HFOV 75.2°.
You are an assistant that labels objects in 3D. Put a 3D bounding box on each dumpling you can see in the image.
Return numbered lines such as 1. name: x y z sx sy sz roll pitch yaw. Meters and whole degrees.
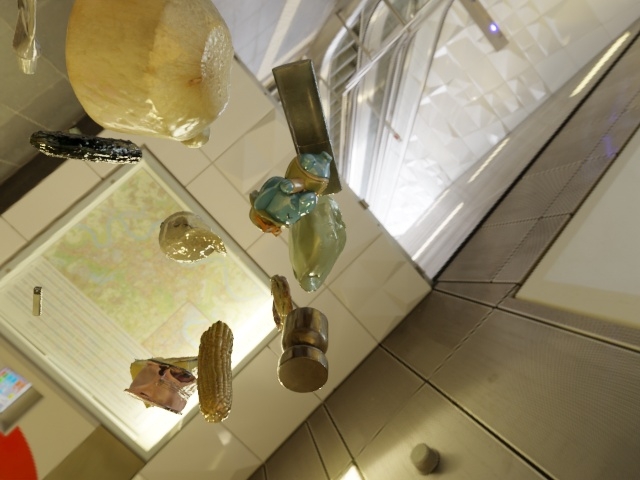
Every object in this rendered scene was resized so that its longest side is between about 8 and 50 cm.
1. dumpling: -0.414 0.008 1.369 0.175 0.226 0.243 -53 -144 4
2. dumpling: -0.026 -0.008 1.572 0.270 0.211 0.321 -47 162 -56

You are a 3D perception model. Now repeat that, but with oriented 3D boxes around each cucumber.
1. cucumber: -0.628 -0.251 1.139 0.072 0.081 0.303 -65 162 17

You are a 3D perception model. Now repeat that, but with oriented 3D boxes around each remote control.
1. remote control: -0.028 -0.291 1.139 0.107 0.378 0.044 -6 -142 15

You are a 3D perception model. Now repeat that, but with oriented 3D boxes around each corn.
1. corn: -0.270 0.336 1.083 0.101 0.101 0.292 -40 -145 14

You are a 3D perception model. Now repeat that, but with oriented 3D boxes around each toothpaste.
1. toothpaste: -0.770 -0.566 1.091 0.282 0.099 0.069 -49 -173 41

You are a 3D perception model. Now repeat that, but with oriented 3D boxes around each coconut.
1. coconut: -0.436 -0.458 1.052 0.415 0.415 0.344 -40 175 11

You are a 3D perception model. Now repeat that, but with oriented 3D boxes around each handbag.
1. handbag: -0.444 0.418 1.190 0.205 0.179 0.117 84 25 -59

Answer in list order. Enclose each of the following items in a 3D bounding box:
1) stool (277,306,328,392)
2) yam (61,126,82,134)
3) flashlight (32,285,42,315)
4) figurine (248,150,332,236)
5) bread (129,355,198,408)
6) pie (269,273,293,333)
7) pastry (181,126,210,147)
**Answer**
1. stool: -0.058 0.395 1.531 0.179 0.179 0.264 -38 -158 21
2. yam: -1.020 -0.392 1.642 0.169 0.068 0.068 -20 -162 21
3. flashlight: -0.731 0.157 1.073 0.018 0.018 0.083 -118 -138 -57
4. figurine: -0.083 -0.128 1.089 0.262 0.153 0.180 -48 -171 22
5. bread: -0.579 0.494 1.655 0.236 0.198 0.263 -36 169 2
6. pie: -0.186 0.292 1.954 0.085 0.309 0.308 -10 -178 -15
7. pastry: -0.491 -0.433 1.594 0.156 0.156 0.092 -35 -179 37
